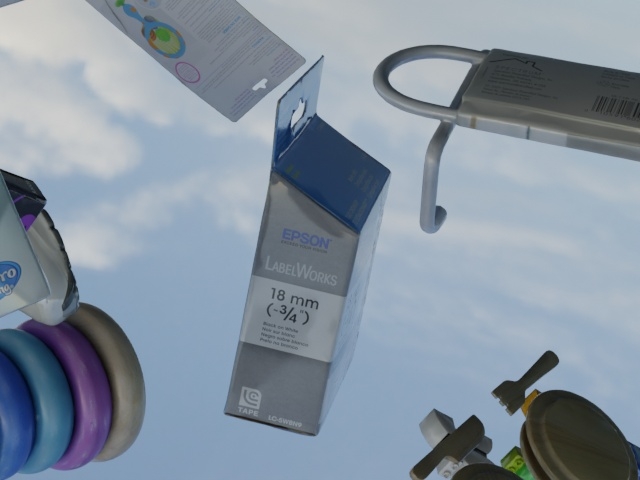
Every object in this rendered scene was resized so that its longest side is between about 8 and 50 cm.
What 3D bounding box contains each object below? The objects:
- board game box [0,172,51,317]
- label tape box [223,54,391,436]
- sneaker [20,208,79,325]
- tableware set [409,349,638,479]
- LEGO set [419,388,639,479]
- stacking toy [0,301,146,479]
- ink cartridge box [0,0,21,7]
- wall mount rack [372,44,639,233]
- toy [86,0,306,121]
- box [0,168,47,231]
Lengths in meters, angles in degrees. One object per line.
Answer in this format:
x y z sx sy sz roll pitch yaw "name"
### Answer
-0.309 -0.080 0.756 0.253 0.336 0.079 -24 -161 -10 "board game box"
0.000 0.000 1.679 0.105 0.334 0.240 13 -161 6 "label tape box"
-0.320 -0.008 1.311 0.297 0.111 0.129 31 -126 22 "sneaker"
0.130 0.157 0.991 0.128 0.039 0.194 49 -141 9 "tableware set"
0.191 0.186 1.190 0.227 0.087 0.093 30 -154 -22 "LEGO set"
-0.301 0.147 1.280 0.141 0.141 0.330 30 -150 35 "stacking toy"
-0.191 -0.294 1.071 0.171 0.168 0.233 -8 -137 40 "ink cartridge box"
0.227 -0.095 1.401 0.350 0.130 0.304 13 -143 15 "wall mount rack"
-0.132 -0.229 1.549 0.237 0.137 0.056 37 -128 -16 "toy"
-0.246 0.017 0.917 0.116 0.162 0.029 23 -159 -44 "box"
